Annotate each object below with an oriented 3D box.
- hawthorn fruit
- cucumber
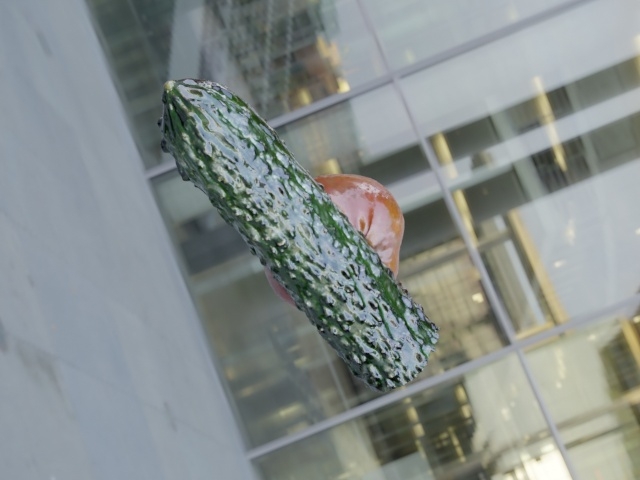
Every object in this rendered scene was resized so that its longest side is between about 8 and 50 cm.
[{"bbox_3d":[0.000,0.000,1.499,0.225,0.196,0.197,18,-46,62],"label":"hawthorn fruit"},{"bbox_3d":[-0.027,-0.007,0.985,0.359,0.096,0.096,49,9,-27],"label":"cucumber"}]
